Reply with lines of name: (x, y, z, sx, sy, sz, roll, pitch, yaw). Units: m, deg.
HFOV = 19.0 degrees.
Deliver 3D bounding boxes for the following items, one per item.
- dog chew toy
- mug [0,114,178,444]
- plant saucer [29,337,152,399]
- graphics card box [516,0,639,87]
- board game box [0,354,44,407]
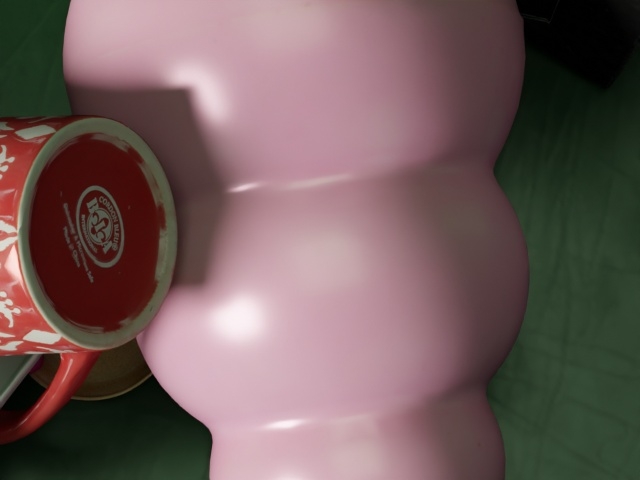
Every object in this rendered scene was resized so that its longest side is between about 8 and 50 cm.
dog chew toy: (0.000, 0.000, 0.851, 0.206, 0.206, 0.332, -8, 85, 0)
mug: (-0.141, 0.007, 0.801, 0.169, 0.150, 0.113, -2, 58, 37)
plant saucer: (-0.109, 0.037, 0.929, 0.083, 0.015, 0.083, -1, 77, 5)
graphics card box: (0.214, -0.264, 0.880, 0.094, 0.233, 0.371, 33, 81, 4)
board game box: (-0.388, 0.086, 0.903, 0.390, 0.050, 0.390, 35, 80, 12)
